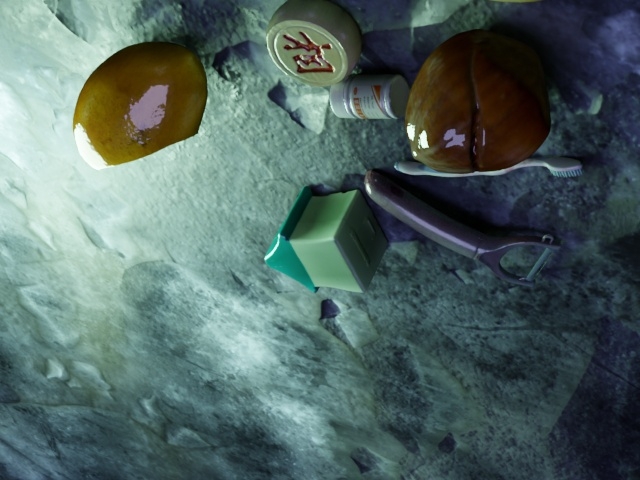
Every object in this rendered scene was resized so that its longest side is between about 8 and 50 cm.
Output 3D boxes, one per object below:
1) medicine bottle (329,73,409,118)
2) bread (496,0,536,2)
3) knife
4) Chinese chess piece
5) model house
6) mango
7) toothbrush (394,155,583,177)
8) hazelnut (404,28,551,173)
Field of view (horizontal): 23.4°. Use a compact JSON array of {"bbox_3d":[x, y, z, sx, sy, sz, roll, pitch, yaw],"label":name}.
[{"bbox_3d":[0.063,-0.182,1.957,0.089,0.057,0.057,4,140,31],"label":"medicine bottle"},{"bbox_3d":[0.175,-0.387,1.516,0.333,0.160,0.333,18,147,12],"label":"bread"},{"bbox_3d":[0.182,-0.021,2.097,0.278,0.053,0.123,25,141,1],"label":"knife"},{"bbox_3d":[-0.008,-0.247,1.925,0.122,0.051,0.122,19,145,14],"label":"Chinese chess piece"},{"bbox_3d":[0.000,0.000,2.203,0.149,0.100,0.127,0,137,31],"label":"model house"},{"bbox_3d":[-0.244,-0.184,2.105,0.154,0.126,0.252,53,134,-2],"label":"mango"},{"bbox_3d":[0.214,-0.095,2.000,0.269,0.021,0.027,2,133,33],"label":"toothbrush"},{"bbox_3d":[0.181,-0.160,1.813,0.182,0.182,0.182,18,145,13],"label":"hazelnut"}]
